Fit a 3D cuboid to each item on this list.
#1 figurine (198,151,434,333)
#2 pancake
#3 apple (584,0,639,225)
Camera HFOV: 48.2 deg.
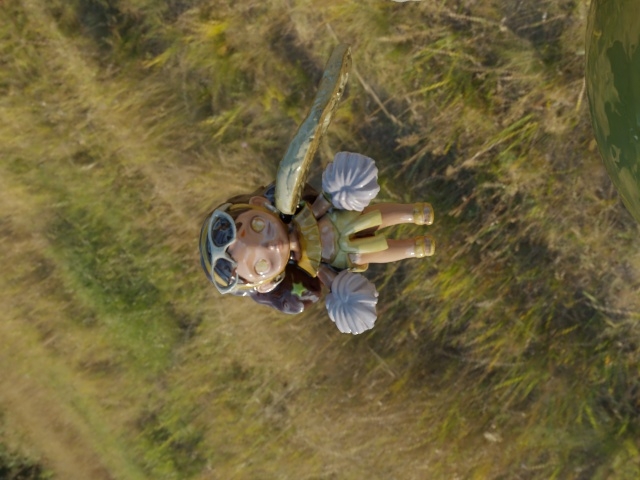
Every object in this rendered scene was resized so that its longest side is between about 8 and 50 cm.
[{"bbox_3d":[-0.002,0.000,0.721,0.116,0.240,0.174,-103,9,-83],"label":"figurine"},{"bbox_3d":[-0.005,-0.083,0.535,0.022,0.139,0.139,22,148,-1],"label":"pancake"},{"bbox_3d":[0.269,-0.100,0.317,0.292,0.292,0.254,13,111,47],"label":"apple"}]
